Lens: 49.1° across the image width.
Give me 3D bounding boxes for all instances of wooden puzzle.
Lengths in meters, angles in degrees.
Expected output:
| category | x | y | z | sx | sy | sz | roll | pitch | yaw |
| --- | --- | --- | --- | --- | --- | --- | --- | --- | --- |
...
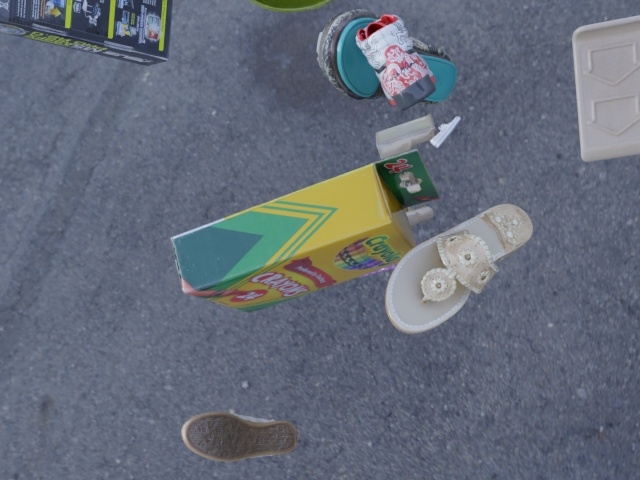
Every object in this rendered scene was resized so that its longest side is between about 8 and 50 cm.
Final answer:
| category | x | y | z | sx | sy | sz | roll | pitch | yaw |
| --- | --- | --- | --- | --- | --- | --- | --- | --- | --- |
| wooden puzzle | 0.796 | -0.384 | 1.731 | 0.321 | 0.348 | 0.080 | -8 | 23 | 12 |

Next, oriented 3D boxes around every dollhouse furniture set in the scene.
| category | x | y | z | sx | sy | sz | roll | pitch | yaw |
| --- | --- | --- | --- | --- | --- | --- | --- | --- | --- |
| dollhouse furniture set | 0.269 | -0.201 | 1.948 | 0.160 | 0.242 | 0.212 | -17 | 29 | 12 |

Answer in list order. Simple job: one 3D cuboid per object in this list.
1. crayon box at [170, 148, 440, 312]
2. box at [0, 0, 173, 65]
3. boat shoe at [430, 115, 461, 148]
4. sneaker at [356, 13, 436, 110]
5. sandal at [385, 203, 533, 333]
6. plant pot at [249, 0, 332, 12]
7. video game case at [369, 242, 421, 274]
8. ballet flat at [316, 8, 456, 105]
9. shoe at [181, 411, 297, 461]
| category | x | y | z | sx | sy | sz | roll | pitch | yaw |
| --- | --- | --- | --- | --- | --- | --- | --- | --- | --- |
| crayon box | 0.000 | 0.000 | 0.898 | 0.318 | 0.202 | 0.081 | -20 | 72 | 13 |
| box | -0.269 | -0.355 | 0.791 | 0.060 | 0.216 | 0.270 | 7 | 94 | 48 |
| boat shoe | 0.322 | -0.287 | 1.818 | 0.035 | 0.035 | 0.100 | 40 | 93 | 10 |
| sneaker | 0.128 | -0.308 | 1.192 | 0.090 | 0.145 | 0.270 | -29 | 11 | 11 |
| sandal | 0.170 | 0.010 | 0.794 | 0.240 | 0.079 | 0.088 | -32 | 75 | -31 |
| plant pot | -0.086 | -0.769 | 1.549 | 0.366 | 0.366 | 0.353 | -25 | 59 | 6 |
| video game case | 0.148 | 0.047 | 1.862 | 0.231 | 0.210 | 0.042 | -13 | 99 | -11 |
| ballet flat | 0.103 | -0.372 | 1.436 | 0.182 | 0.482 | 0.164 | 30 | 109 | 31 |
| shoe | -0.138 | 0.324 | 1.151 | 0.058 | 0.219 | 0.077 | -18 | 63 | 46 |
